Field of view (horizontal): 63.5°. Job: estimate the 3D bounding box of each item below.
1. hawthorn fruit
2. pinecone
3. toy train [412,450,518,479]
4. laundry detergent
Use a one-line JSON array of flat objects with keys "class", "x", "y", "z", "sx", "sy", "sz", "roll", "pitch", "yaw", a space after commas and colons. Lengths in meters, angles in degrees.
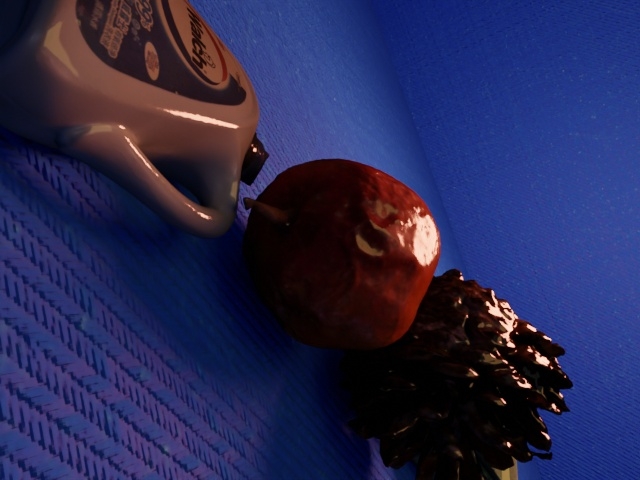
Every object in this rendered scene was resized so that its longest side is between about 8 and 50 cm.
[{"class": "hawthorn fruit", "x": 0.000, "y": 0.000, "z": 0.532, "sx": 0.243, "sy": 0.207, "sz": 0.207, "roll": 34, "pitch": 40, "yaw": -47}, {"class": "pinecone", "x": 0.161, "y": 0.176, "z": 0.671, "sx": 0.296, "sy": 0.298, "sz": 0.242, "roll": -69, "pitch": 172, "yaw": -50}, {"class": "toy train", "x": 0.241, "y": 0.314, "z": 0.911, "sx": 0.299, "sy": 0.167, "sz": 0.238, "roll": 54, "pitch": 34, "yaw": -32}, {"class": "laundry detergent", "x": -0.129, "y": -0.111, "z": 0.434, "sx": 0.280, "sy": 0.105, "sz": 0.215, "roll": 44, "pitch": 32, "yaw": -53}]
